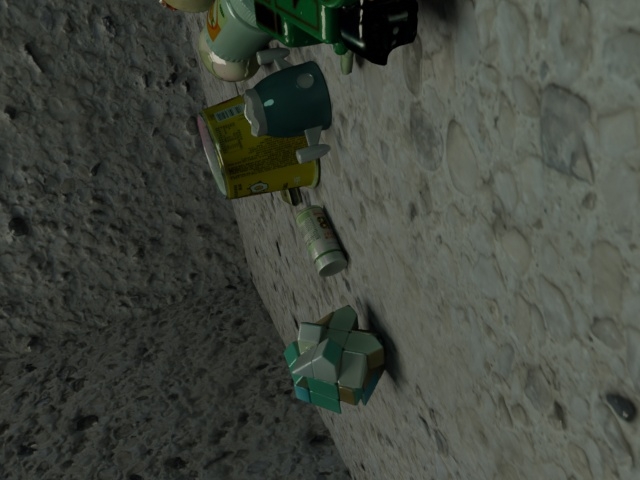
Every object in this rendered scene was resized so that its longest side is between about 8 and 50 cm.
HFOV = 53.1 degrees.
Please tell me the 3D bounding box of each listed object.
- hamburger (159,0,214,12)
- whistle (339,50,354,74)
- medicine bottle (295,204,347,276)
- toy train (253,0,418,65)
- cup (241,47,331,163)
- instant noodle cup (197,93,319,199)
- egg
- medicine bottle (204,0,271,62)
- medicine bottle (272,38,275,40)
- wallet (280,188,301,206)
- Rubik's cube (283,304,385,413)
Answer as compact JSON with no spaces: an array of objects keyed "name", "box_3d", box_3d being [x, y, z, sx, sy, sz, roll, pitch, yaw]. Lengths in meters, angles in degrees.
[{"name":"hamburger","box_3d":[-0.282,-0.676,1.542,0.151,0.295,0.227,19,131,61]},{"name":"whistle","box_3d":[0.041,-0.375,1.084,0.236,0.077,0.114,90,173,-61]},{"name":"medicine bottle","box_3d":[0.000,0.000,1.732,0.086,0.086,0.183,96,153,-61]},{"name":"toy train","box_3d":[0.013,-0.369,0.858,0.429,0.178,0.249,46,148,43]},{"name":"cup","box_3d":[-0.083,-0.310,1.462,0.167,0.173,0.300,111,139,-68]},{"name":"instant noodle cup","box_3d":[-0.174,-0.260,1.733,0.325,0.254,0.326,161,90,-76]},{"name":"egg","box_3d":[-0.250,-0.544,1.833,0.217,0.183,0.183,45,152,42]},{"name":"medicine bottle","box_3d":[-0.162,-0.515,1.447,0.318,0.158,0.158,-8,100,67]},{"name":"medicine bottle","box_3d":[-0.135,-0.552,1.617,0.052,0.052,0.089,-127,24,-55]},{"name":"wallet","box_3d":[-0.105,-0.170,2.043,0.155,0.039,0.110,-149,39,-71]},{"name":"Rubik's cube","box_3d":[0.036,0.285,1.605,0.265,0.224,0.213,12,133,24]}]
